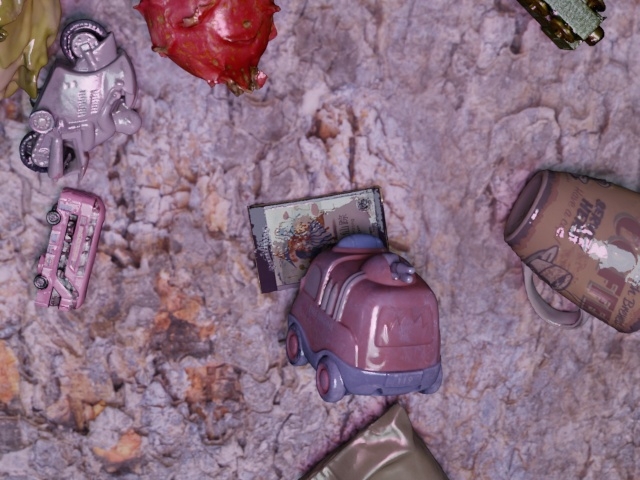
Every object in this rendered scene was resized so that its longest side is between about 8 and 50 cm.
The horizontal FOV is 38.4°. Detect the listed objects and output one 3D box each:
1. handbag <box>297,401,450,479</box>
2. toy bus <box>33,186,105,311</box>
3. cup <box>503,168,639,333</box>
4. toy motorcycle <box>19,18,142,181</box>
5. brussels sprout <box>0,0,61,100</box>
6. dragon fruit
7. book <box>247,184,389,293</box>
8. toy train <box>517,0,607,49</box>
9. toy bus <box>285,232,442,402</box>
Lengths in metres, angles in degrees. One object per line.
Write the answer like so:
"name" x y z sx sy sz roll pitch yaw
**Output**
"handbag" 0.125 0.474 1.680 0.253 0.109 0.315 -33 113 9
"toy bus" -0.415 0.017 1.515 0.090 0.063 0.203 15 104 -10
"cup" 0.431 0.023 1.547 0.257 0.227 0.301 29 132 0
"toy motorcycle" -0.360 -0.206 1.435 0.171 0.110 0.260 19 109 -23
"brussels sprout" -0.552 -0.367 1.251 0.425 0.342 0.360 -19 74 37
"dragon fruit" -0.163 -0.333 1.367 0.205 0.210 0.268 -15 114 17
"book" 0.000 0.000 1.568 0.231 0.026 0.157 -9 107 -3
"toy train" 0.347 -0.389 1.428 0.225 0.137 0.090 43 97 -11
"toy bus" 0.075 0.114 1.468 0.197 0.294 0.231 0 108 -22
